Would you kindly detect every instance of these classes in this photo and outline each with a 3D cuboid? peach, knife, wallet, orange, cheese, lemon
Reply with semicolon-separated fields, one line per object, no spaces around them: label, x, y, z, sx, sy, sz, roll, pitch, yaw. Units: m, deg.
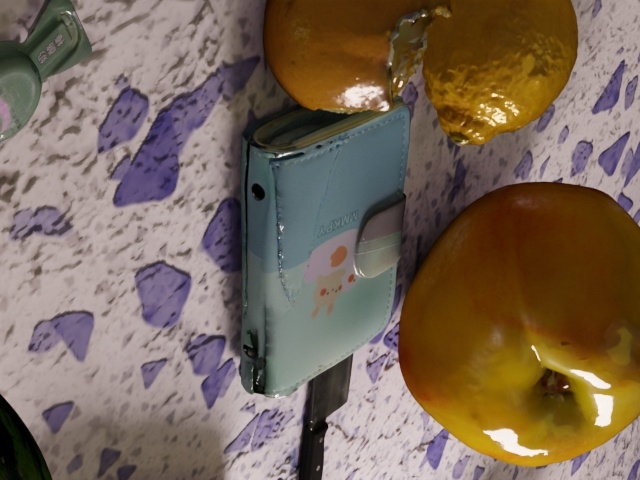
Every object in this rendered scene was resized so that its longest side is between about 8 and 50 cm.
peach;0.229;0.079;1.303;0.308;0.288;0.289;-90;-179;-57
knife;0.011;0.155;1.253;0.072;0.019;0.245;-23;127;-49
wallet;0.000;0.000;1.077;0.176;0.075;0.251;-28;134;-40
orange;0.031;-0.169;0.958;0.156;0.134;0.157;-22;126;-33
cheese;-0.190;-0.101;0.768;0.121;0.026;0.067;-50;146;-25
lemon;0.163;-0.174;1.142;0.142;0.142;0.187;32;78;-59

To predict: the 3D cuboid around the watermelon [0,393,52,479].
watermelon;-0.263;0.165;0.627;0.269;0.269;0.269;-35;137;-40
